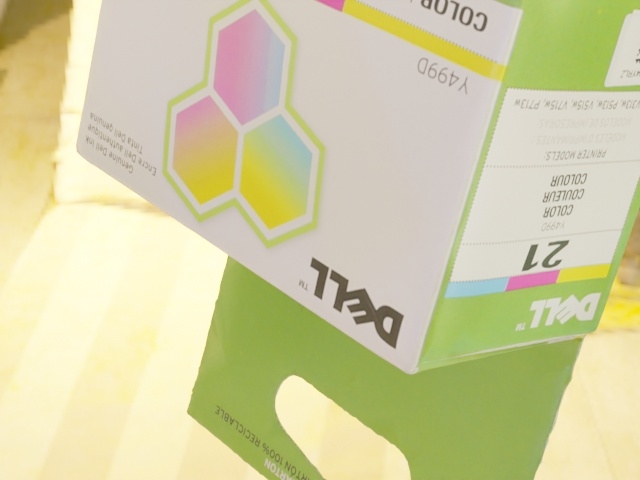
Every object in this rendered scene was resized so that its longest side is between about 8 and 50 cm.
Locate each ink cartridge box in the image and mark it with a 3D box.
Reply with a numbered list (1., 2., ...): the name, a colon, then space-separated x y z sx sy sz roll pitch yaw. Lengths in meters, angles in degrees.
1. ink cartridge box: 0.000 0.000 0.510 0.097 0.255 0.189 -5 27 -44
